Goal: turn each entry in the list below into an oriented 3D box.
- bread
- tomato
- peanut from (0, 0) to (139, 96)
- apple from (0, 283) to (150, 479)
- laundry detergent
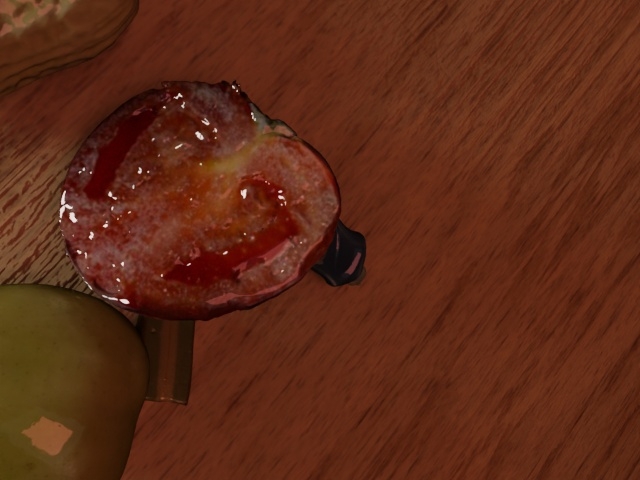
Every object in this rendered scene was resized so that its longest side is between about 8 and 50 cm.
[{"bbox_3d":[-0.194,0.126,0.807,0.074,0.084,0.139,17,90,-32],"label":"bread"},{"bbox_3d":[-0.135,-0.029,0.765,0.309,0.170,0.308,0,79,1],"label":"tomato"},{"bbox_3d":[-0.332,-0.218,0.620,0.313,0.152,0.152,-32,115,-17],"label":"peanut"},{"bbox_3d":[-0.304,0.177,0.654,0.262,0.262,0.262,-7,103,-31],"label":"apple"},{"bbox_3d":[0.001,0.000,0.916,0.206,0.061,0.096,43,76,-31],"label":"laundry detergent"}]
